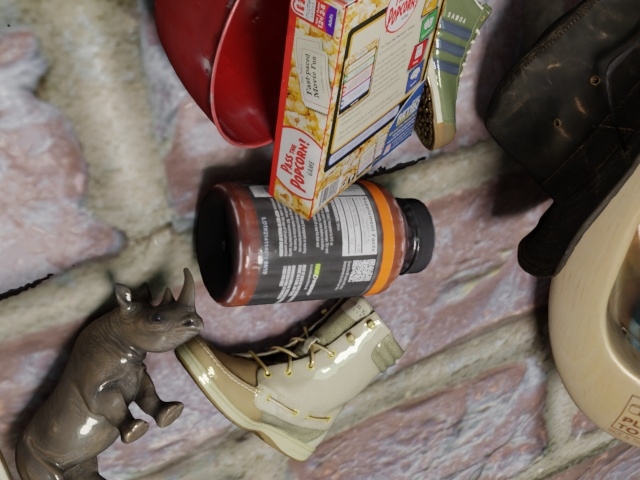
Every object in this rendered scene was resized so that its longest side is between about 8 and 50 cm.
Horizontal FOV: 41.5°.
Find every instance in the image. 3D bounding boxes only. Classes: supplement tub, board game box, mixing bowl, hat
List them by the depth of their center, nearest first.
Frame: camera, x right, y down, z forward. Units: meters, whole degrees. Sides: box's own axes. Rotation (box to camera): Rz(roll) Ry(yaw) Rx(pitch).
[{"bbox_3d":[-0.049,-0.167,0.595,0.181,0.098,0.181,-46,157,-26],"label":"mixing bowl"},{"bbox_3d":[0.031,-0.127,0.631,0.147,0.045,0.193,-41,155,-36],"label":"board game box"},{"bbox_3d":[0.000,0.000,0.730,0.198,0.106,0.106,-2,117,-29],"label":"supplement tub"},{"bbox_3d":[0.234,-0.132,0.750,0.134,0.331,0.331,34,99,3],"label":"hat"}]

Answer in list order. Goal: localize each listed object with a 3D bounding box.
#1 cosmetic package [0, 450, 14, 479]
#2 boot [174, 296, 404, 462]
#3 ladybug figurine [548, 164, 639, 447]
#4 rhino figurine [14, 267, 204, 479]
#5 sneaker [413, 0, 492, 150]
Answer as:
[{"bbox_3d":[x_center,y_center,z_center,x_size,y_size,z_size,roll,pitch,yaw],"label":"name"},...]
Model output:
[{"bbox_3d":[-0.298,0.189,0.708,0.060,0.041,0.115,-19,124,-20],"label":"cosmetic package"},{"bbox_3d":[-0.022,0.107,0.796,0.165,0.077,0.213,-44,133,0],"label":"boot"},{"bbox_3d":[0.408,0.029,0.894,0.305,0.162,0.449,21,119,9],"label":"ladybug figurine"},{"bbox_3d":[-0.175,0.125,0.708,0.243,0.106,0.073,-58,158,9],"label":"rhino figurine"},{"bbox_3d":[0.110,-0.174,0.718,0.086,0.064,0.192,-23,122,-10],"label":"sneaker"}]
